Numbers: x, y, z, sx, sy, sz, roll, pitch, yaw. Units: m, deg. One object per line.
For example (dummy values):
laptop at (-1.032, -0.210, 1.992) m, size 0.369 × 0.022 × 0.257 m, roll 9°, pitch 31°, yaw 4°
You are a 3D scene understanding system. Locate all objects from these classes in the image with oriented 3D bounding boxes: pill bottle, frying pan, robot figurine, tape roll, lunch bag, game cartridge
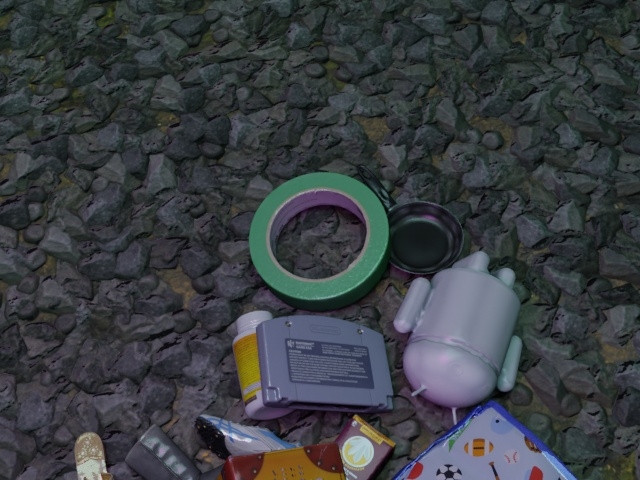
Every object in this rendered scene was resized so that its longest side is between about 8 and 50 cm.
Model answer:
pill bottle at (-0.120, 0.262, 1.833) m, size 0.117 × 0.117 × 0.214 m, roll -12°, pitch 61°, yaw -5°
frying pan at (0.177, -0.032, 2.027) m, size 0.326 × 0.053 × 0.197 m, roll 28°, pitch 65°, yaw 19°
robot figurine at (0.295, 0.199, 1.807) m, size 0.300 × 0.200 × 0.353 m, roll 30°, pitch 63°, yaw -9°
tape roll at (0.000, 0.000, 1.975) m, size 0.322 × 0.077 × 0.321 m, roll -4°, pitch 63°, yaw 9°
lunch bag at (0.324, 0.534, 1.600) m, size 0.328 × 0.239 × 0.385 m, roll -36°, pitch 73°, yaw -15°
game cartridge at (0.008, 0.254, 1.799) m, size 0.297 × 0.062 × 0.198 m, roll 10°, pitch 52°, yaw -28°

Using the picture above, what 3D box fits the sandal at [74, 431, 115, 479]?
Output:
sandal at (-0.452, 0.491, 1.736) m, size 0.088 × 0.079 × 0.240 m, roll -20°, pitch 62°, yaw -9°

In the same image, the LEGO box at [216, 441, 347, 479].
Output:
LEGO box at (-0.050, 0.638, 1.446) m, size 0.193 × 0.372 × 0.500 m, roll -4°, pitch 61°, yaw -18°

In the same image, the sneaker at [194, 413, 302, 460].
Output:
sneaker at (-0.149, 0.413, 1.778) m, size 0.237 × 0.085 × 0.086 m, roll 20°, pitch 37°, yaw 16°

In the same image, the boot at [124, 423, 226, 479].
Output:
boot at (-0.270, 0.448, 1.752) m, size 0.189 × 0.076 × 0.208 m, roll -45°, pitch 62°, yaw -6°

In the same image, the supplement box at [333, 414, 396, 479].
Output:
supplement box at (0.055, 0.460, 1.735) m, size 0.104 × 0.080 × 0.188 m, roll 33°, pitch 67°, yaw 18°
